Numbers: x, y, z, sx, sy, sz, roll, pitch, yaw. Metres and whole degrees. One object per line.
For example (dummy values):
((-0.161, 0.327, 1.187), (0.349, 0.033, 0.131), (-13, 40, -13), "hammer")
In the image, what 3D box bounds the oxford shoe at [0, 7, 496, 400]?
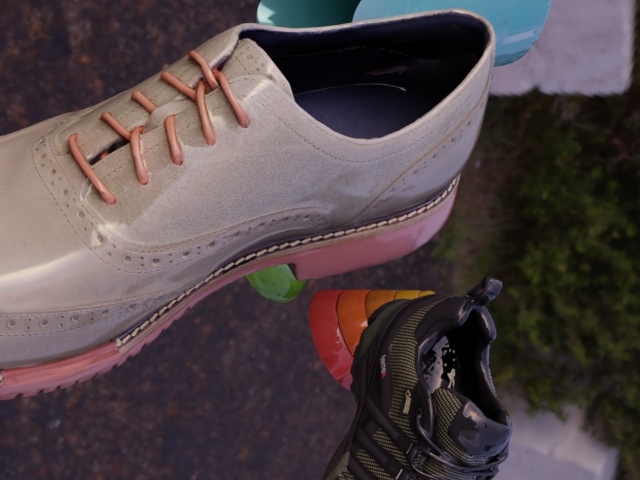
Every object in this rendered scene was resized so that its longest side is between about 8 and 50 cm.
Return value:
((-0.084, -0.040, 0.578), (0.397, 0.140, 0.146), (-21, 151, -32), "oxford shoe")

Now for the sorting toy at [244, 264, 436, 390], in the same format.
((0.000, 0.000, 1.189), (0.365, 0.126, 0.127), (50, 29, -26), "sorting toy")

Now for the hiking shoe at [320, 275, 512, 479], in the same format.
((0.056, 0.131, 0.681), (0.114, 0.086, 0.226), (146, -44, -60), "hiking shoe")

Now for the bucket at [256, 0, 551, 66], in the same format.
((0.057, -0.251, 0.975), (0.183, 0.281, 0.281), (-13, 131, -18), "bucket")
